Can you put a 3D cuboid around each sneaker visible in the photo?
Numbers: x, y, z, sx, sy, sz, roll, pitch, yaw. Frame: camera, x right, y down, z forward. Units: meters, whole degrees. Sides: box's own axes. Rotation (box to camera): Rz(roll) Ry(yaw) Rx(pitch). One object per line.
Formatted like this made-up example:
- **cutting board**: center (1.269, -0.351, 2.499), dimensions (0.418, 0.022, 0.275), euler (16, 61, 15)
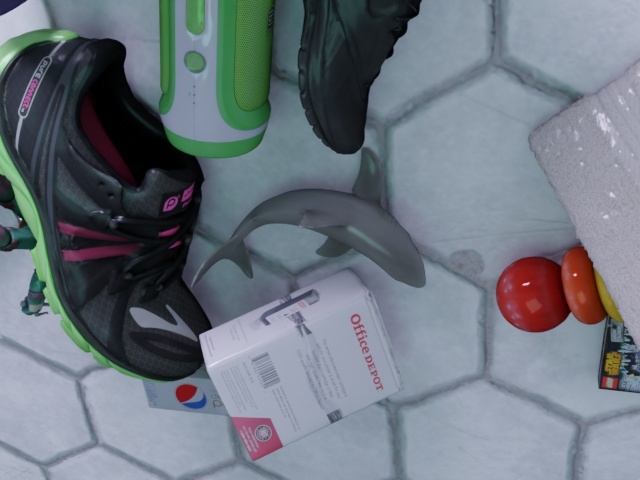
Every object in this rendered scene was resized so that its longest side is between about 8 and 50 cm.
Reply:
- **sneaker**: center (-0.233, -0.019, 0.968), dimensions (0.202, 0.185, 0.482), euler (-6, 121, 24)
- **sneaker**: center (0.041, -0.217, 0.812), dimensions (0.130, 0.109, 0.286), euler (2, 124, 8)

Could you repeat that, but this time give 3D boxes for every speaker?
- **speaker**: center (-0.106, -0.239, 0.823), dimensions (0.131, 0.131, 0.296), euler (12, 124, 9)

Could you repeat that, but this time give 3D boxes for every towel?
- **towel**: center (0.339, -0.037, 0.783), dimensions (0.187, 0.049, 0.282), euler (-35, 70, 30)

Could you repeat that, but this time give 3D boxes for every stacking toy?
- **stacking toy**: center (0.353, 0.042, 0.873), dimensions (0.330, 0.141, 0.141), euler (-16, 116, 29)

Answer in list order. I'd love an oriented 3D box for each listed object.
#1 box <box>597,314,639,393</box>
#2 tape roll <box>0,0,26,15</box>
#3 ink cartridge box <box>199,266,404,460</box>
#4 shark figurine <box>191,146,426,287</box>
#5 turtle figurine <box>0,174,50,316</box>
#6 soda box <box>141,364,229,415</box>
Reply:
- **box**: center (0.392, 0.127, 0.970), dimensions (0.094, 0.027, 0.137), euler (4, 123, 15)
- **tape roll**: center (-0.294, -0.313, 0.793), dimensions (0.189, 0.189, 0.080), euler (-35, 106, 31)
- **ink cartridge box**: center (-0.022, 0.153, 1.014), dimensions (0.218, 0.092, 0.158), euler (-23, 117, -6)
- **shark figurine**: center (-0.024, -0.016, 0.938), dimensions (0.278, 0.116, 0.166), euler (-1, 105, 20)
- **turtle figurine**: center (-0.374, -0.006, 1.048), dimensions (0.118, 0.175, 0.234), euler (-23, 154, 8)
- **soda box**: center (-0.142, 0.201, 1.145), dimensions (0.216, 0.074, 0.069), euler (3, 122, 15)
